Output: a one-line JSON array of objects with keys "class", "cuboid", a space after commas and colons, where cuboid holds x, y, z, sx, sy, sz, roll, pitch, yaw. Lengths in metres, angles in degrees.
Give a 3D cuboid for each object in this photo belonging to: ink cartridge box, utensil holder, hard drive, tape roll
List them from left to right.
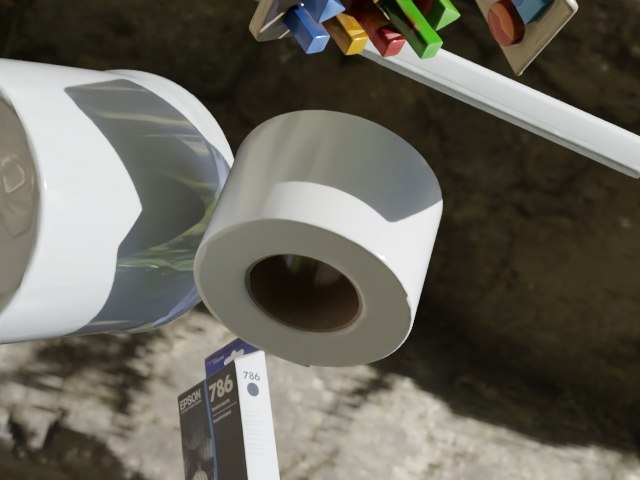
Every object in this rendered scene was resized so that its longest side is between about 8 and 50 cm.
[{"class": "utensil holder", "cuboid": [-0.323, -0.044, 1.592, 0.385, 0.327, 0.328, -2, 111, -65]}, {"class": "ink cartridge box", "cuboid": [-0.135, 0.293, 2.045, 0.165, 0.065, 0.333, -36, -128, 44]}, {"class": "tape roll", "cuboid": [0.000, 0.000, 1.554, 0.246, 0.246, 0.169, 110, -1, -51]}, {"class": "hard drive", "cuboid": [0.180, -0.150, 1.459, 0.203, 0.307, 0.040, -72, -173, -82]}]

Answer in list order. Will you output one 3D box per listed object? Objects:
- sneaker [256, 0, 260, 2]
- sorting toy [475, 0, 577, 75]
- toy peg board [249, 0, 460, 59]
[{"class": "sneaker", "cuboid": [-0.070, -0.416, 2.309, 0.075, 0.170, 0.063, 42, 67, -55]}, {"class": "sorting toy", "cuboid": [0.225, -0.391, 1.896, 0.307, 0.041, 0.229, 64, -17, 11]}, {"class": "toy peg board", "cuboid": [0.051, -0.208, 1.120, 0.079, 0.160, 0.161, 55, -40, 24]}]
